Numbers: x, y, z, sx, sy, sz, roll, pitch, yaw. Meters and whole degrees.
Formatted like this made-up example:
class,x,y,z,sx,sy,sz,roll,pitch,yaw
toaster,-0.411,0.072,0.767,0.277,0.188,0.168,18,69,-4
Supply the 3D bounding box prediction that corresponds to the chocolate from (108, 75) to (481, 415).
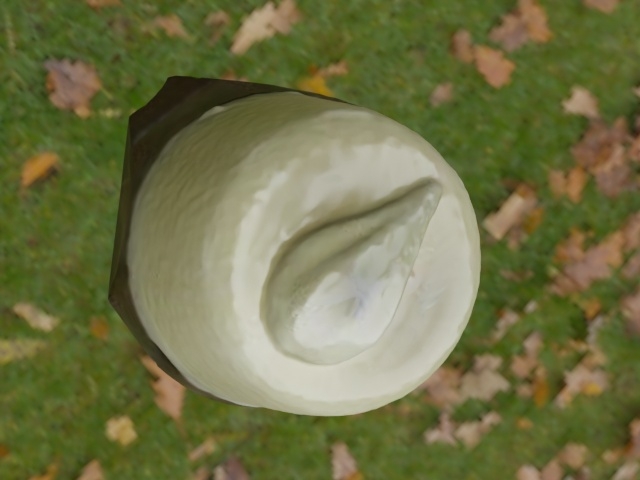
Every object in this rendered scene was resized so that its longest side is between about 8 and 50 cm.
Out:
class,x,y,z,sx,sy,sz,roll,pitch,yaw
chocolate,0.000,0.000,1.638,0.314,0.297,0.326,11,79,-26
